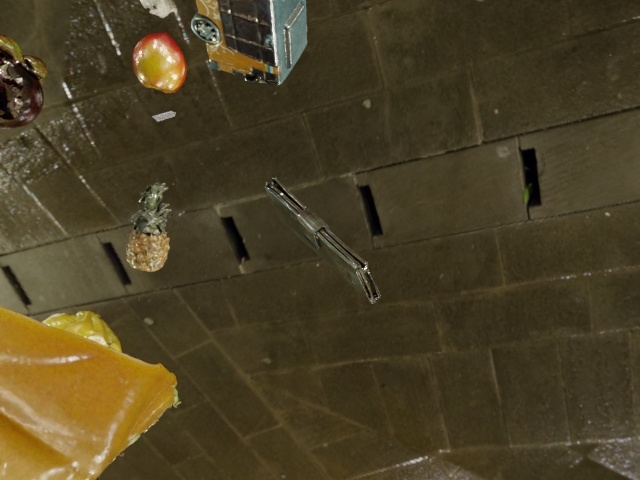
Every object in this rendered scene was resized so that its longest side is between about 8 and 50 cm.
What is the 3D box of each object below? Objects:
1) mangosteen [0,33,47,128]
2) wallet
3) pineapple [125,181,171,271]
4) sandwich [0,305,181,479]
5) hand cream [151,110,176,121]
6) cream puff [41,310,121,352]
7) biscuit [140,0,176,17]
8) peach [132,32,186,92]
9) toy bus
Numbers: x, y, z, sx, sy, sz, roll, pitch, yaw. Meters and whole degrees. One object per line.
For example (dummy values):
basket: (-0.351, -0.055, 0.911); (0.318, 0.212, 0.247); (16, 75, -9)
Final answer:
mangosteen: (-0.737, -0.357, 1.135); (0.209, 0.210, 0.210); (5, 117, 9)
wallet: (-0.001, 0.001, 1.056); (0.044, 0.317, 0.169); (-41, 147, -10)
pineapple: (-0.579, -0.050, 1.669); (0.141, 0.170, 0.310); (23, 111, 19)
sandwich: (-0.253, 0.122, 0.414); (0.063, 0.245, 0.212); (-36, 92, 27)
hand cream: (-0.552, -0.440, 1.744); (0.093, 0.019, 0.030); (-12, 152, 21)
cream puff: (-0.633, 0.310, 1.259); (0.291, 0.324, 0.257); (26, 74, 7)
biscuit: (-0.311, -0.457, 0.826); (0.040, 0.265, 0.188); (-30, 75, 5)
peach: (-0.564, -0.627, 1.728); (0.197, 0.197, 0.197); (5, 117, 9)
toy bus: (-0.129, -0.457, 0.896); (0.194, 0.162, 0.323); (21, 154, 10)
